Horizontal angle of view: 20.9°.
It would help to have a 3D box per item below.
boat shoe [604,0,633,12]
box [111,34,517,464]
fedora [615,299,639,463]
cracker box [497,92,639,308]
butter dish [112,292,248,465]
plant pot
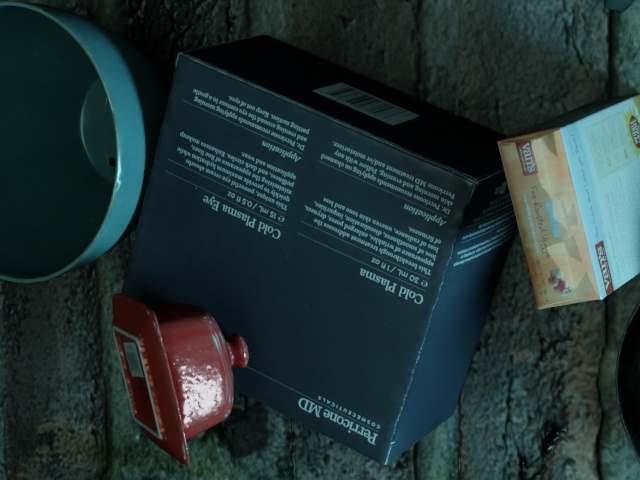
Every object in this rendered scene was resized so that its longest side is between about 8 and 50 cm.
[{"bbox_3d":[0.258,-0.393,1.588,0.158,0.127,0.341,-27,96,23],"label":"boat shoe"},{"bbox_3d":[0.000,0.000,1.771,0.343,0.179,0.313,25,112,21],"label":"box"},{"bbox_3d":[0.413,0.125,1.571,0.334,0.152,0.334,0,89,25],"label":"fedora"},{"bbox_3d":[0.250,-0.041,1.599,0.067,0.232,0.156,-11,96,29],"label":"cracker box"},{"bbox_3d":[-0.127,0.122,1.706,0.160,0.118,0.160,-166,62,-69],"label":"butter dish"},{"bbox_3d":[-0.265,-0.112,1.865,0.290,0.195,0.290,6,101,34],"label":"plant pot"}]
